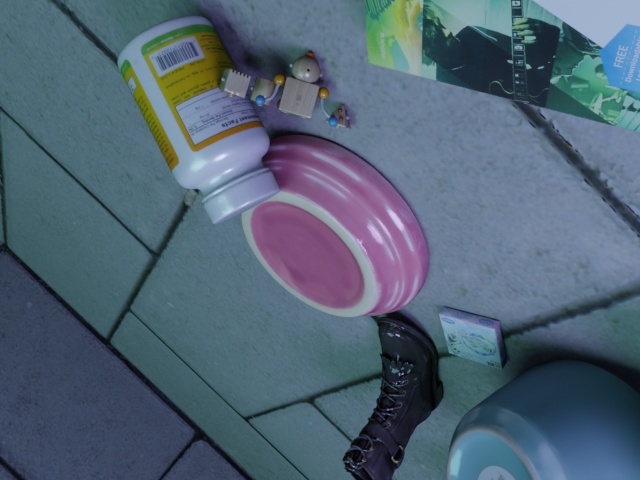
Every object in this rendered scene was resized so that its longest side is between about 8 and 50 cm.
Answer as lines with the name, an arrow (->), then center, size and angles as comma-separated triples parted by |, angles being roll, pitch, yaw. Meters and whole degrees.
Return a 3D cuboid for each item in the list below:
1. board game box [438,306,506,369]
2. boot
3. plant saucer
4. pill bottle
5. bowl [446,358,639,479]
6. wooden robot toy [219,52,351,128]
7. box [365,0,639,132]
board game box -> 0.229, 0.146, 0.920 | 0.090, 0.020, 0.090 | 13, 138, 38
boot -> 0.110, 0.282, 1.009 | 0.091, 0.229, 0.263 | 8, 134, 42
plant saucer -> 0.000, 0.000, 0.934 | 0.332, 0.084, 0.332 | 27, 145, 21
pill bottle -> -0.152, -0.153, 0.809 | 0.136, 0.136, 0.245 | -24, 93, 55
bowl -> 0.279, 0.315, 0.785 | 0.311, 0.163, 0.311 | -4, 85, 63
wooden robot toy -> -0.033, -0.196, 0.762 | 0.173, 0.079, 0.076 | 15, -170, -10
box -> 0.181, -0.225, 0.503 | 0.322, 0.058, 0.232 | 24, 143, 28
